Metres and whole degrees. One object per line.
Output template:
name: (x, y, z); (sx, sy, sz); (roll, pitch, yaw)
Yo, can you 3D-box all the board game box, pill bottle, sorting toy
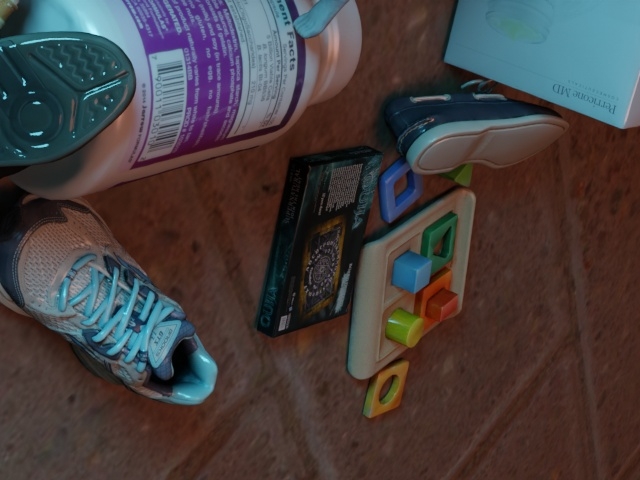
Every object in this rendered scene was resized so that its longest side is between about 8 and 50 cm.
board game box: (0.000, 0.000, 1.541); (0.126, 0.026, 0.186); (-13, 122, -51)
pill bottle: (-0.108, -0.141, 1.159); (0.302, 0.169, 0.169); (-20, 128, -48)
sorting toy: (0.114, 0.053, 1.720); (0.196, 0.047, 0.347); (-29, 134, -42)

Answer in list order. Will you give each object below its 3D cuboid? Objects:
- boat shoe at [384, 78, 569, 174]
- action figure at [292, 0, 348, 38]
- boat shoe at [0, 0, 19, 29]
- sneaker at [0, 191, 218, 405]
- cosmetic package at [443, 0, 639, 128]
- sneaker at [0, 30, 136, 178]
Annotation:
boat shoe: (0.168, -0.124, 1.631); (0.255, 0.079, 0.095); (-11, 150, -41)
action figure: (-0.019, -0.367, 1.082); (0.341, 0.179, 0.330); (-57, 131, -26)
boat shoe: (-0.263, -0.205, 0.942); (0.190, 0.068, 0.072); (38, 87, -31)
sneaker: (-0.166, 0.052, 1.252); (0.110, 0.122, 0.283); (-57, 147, -12)
cosmetic package: (0.273, -0.258, 1.566); (0.138, 0.224, 0.224); (-16, 124, -50)
sneaker: (-0.223, -0.077, 1.013); (0.228, 0.087, 0.130); (-29, -170, 9)
